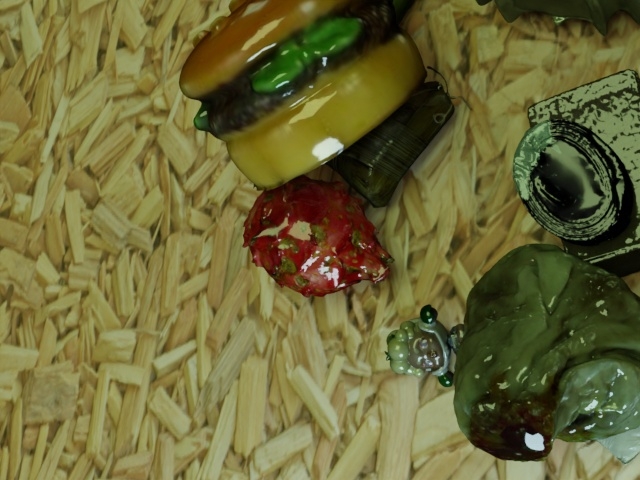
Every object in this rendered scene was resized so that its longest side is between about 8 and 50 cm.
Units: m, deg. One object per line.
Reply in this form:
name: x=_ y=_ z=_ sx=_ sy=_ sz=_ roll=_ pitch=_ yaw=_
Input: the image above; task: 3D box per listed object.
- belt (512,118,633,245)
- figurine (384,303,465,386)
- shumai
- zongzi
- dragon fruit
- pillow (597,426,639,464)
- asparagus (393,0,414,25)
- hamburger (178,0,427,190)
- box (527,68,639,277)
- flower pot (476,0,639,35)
belt: x=0.362 y=-0.085 z=1.531 sx=0.151 sy=0.078 sz=0.198 roll=-36 pitch=68 yaw=19
figurine: x=0.199 y=0.168 z=1.700 sx=0.197 sy=0.093 sz=0.147 roll=-9 pitch=108 yaw=24
shumai: x=0.295 y=0.172 z=1.479 sx=0.309 sy=0.263 sz=0.304 roll=-21 pitch=90 yaw=38
zongzi: x=0.096 y=-0.214 z=1.851 sx=0.248 sy=0.111 sz=0.241 roll=-50 pitch=54 yaw=1
dragon fruit: x=0.000 y=0.000 z=1.794 sx=0.268 sy=0.210 sz=0.205 roll=23 pitch=71 yaw=11
pillow: x=0.483 y=0.215 z=1.569 sx=0.229 sy=0.051 sz=0.128 roll=-49 pitch=59 yaw=10
asparagus: x=0.145 y=-0.449 z=1.905 sx=0.278 sy=0.067 sz=0.060 roll=-59 pitch=35 yaw=2
hamburger: x=-0.049 y=-0.287 z=1.724 sx=0.395 sy=0.396 sz=0.277 roll=-32 pitch=105 yaw=16
box: x=0.447 y=-0.094 z=1.616 sx=0.184 sy=0.143 sz=0.273 roll=-20 pitch=69 yaw=20
flower pot: x=0.389 y=-0.483 z=1.734 sx=0.367 sy=0.164 sz=0.254 roll=13 pitch=77 yaw=29
